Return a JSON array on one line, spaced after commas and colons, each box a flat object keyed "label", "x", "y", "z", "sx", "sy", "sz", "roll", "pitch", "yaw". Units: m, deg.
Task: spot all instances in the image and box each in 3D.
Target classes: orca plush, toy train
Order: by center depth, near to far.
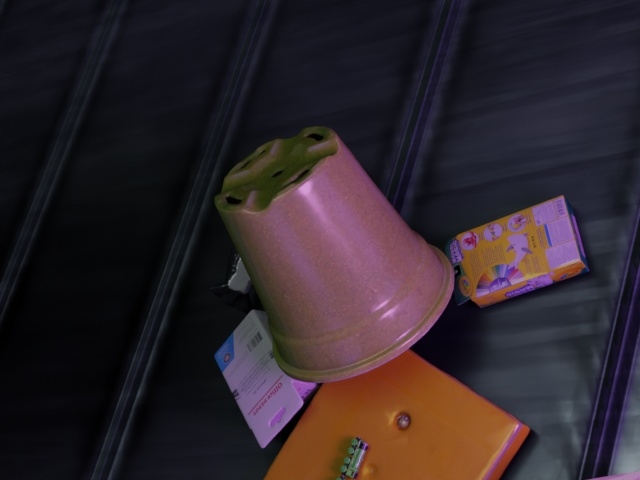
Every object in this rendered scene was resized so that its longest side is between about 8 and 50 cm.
[{"label": "toy train", "x": 0.039, "y": 0.297, "z": 1.385, "sx": 0.024, "sy": 0.017, "sz": 0.083, "roll": 19, "pitch": 80, "yaw": 28}, {"label": "orca plush", "x": -0.054, "y": -0.019, "z": 1.639, "sx": 0.151, "sy": 0.102, "sz": 0.287, "roll": 24, "pitch": 93, "yaw": -6}]

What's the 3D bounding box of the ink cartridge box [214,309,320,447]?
[{"label": "ink cartridge box", "x": -0.071, "y": 0.200, "z": 1.522, "sx": 0.104, "sy": 0.060, "sz": 0.180, "roll": -50, "pitch": 50, "yaw": 22}]

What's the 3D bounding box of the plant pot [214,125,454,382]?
[{"label": "plant pot", "x": 0.000, "y": 0.000, "z": 1.399, "sx": 0.276, "sy": 0.253, "sz": 0.276, "roll": -24, "pitch": 27, "yaw": 13}]

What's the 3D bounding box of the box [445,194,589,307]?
[{"label": "box", "x": 0.258, "y": 0.021, "z": 1.422, "sx": 0.179, "sy": 0.043, "sz": 0.105, "roll": -20, "pitch": 58, "yaw": 22}]

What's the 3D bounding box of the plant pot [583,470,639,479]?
[{"label": "plant pot", "x": 0.333, "y": 0.314, "z": 1.193, "sx": 0.109, "sy": 0.109, "sz": 0.096, "roll": -17, "pitch": 71, "yaw": 26}]

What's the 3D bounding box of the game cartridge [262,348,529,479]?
[{"label": "game cartridge", "x": 0.077, "y": 0.308, "z": 1.399, "sx": 0.285, "sy": 0.053, "sz": 0.323, "roll": 31, "pitch": 89, "yaw": 39}]
